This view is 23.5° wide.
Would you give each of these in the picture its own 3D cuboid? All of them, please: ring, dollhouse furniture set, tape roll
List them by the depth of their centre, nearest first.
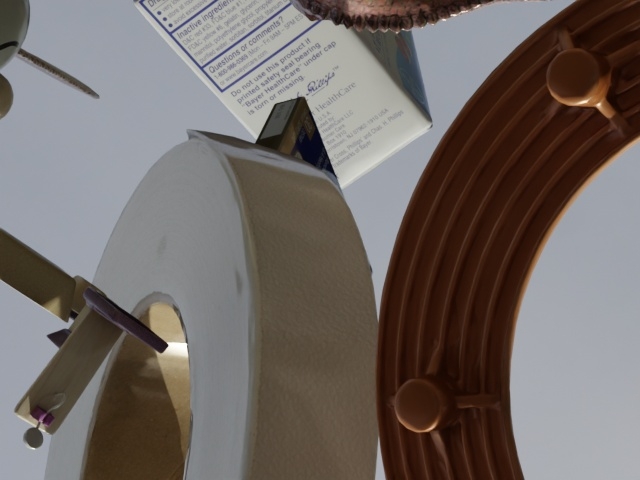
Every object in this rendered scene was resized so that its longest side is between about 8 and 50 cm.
[{"bbox_3d":[0.161,0.056,0.529,0.032,0.336,0.336,0,-116,-59],"label":"ring"},{"bbox_3d":[-0.154,0.043,0.750,0.114,0.081,0.091,39,175,-35],"label":"dollhouse furniture set"},{"bbox_3d":[-0.080,0.134,0.884,0.072,0.392,0.392,12,-127,-22],"label":"tape roll"}]

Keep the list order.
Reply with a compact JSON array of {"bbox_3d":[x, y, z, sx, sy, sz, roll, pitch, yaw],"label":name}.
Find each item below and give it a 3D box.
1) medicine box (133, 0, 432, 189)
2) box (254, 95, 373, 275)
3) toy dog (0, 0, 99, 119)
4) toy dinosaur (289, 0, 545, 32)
[{"bbox_3d":[-0.037,-0.232,1.546,0.289,0.149,0.263,48,-161,-27],"label":"medicine box"},{"bbox_3d":[0.000,0.000,1.356,0.136,0.036,0.225,-71,-36,-61],"label":"box"},{"bbox_3d":[-0.245,-0.074,0.899,0.334,0.220,0.161,-136,24,-76],"label":"toy dog"},{"bbox_3d":[-0.011,-0.180,0.769,0.200,0.127,0.295,-29,-109,-30],"label":"toy dinosaur"}]
